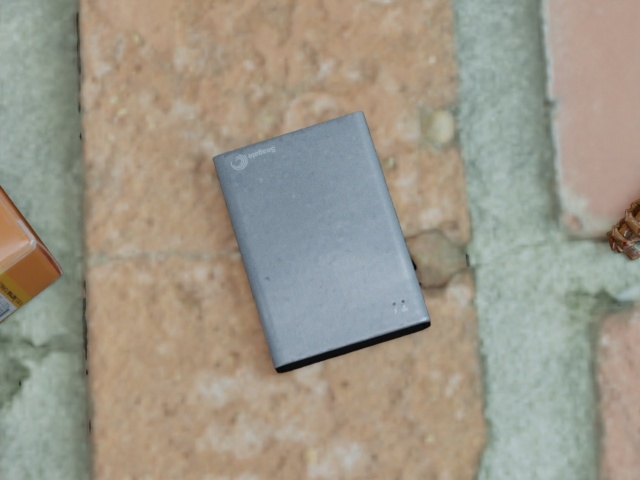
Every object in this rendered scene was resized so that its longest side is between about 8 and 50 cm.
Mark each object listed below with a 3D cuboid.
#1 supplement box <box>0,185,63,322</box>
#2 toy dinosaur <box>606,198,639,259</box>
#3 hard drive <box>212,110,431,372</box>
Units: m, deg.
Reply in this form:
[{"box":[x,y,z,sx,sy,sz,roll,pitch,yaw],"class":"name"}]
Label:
[{"box":[-0.268,0.053,1.100,0.233,0.080,0.078,-36,74,-7],"class":"supplement box"},{"box":[0.325,-0.061,1.064,0.322,0.164,0.218,-38,53,33],"class":"toy dinosaur"},{"box":[0.000,0.000,1.119,0.094,0.022,0.135,-17,74,0],"class":"hard drive"}]
